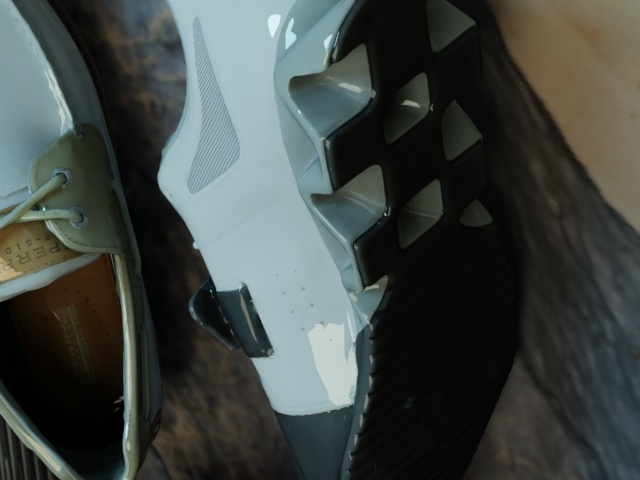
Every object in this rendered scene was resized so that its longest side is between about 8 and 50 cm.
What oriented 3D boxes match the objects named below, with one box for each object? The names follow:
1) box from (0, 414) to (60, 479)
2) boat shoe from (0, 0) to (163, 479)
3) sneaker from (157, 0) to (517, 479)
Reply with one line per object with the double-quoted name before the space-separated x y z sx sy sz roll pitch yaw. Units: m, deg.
"box" -0.199 0.155 0.946 0.094 0.113 0.275 8 145 31
"boat shoe" -0.139 -0.011 0.848 0.113 0.103 0.302 -22 120 -2
"sneaker" 0.000 0.000 0.814 0.146 0.122 0.330 25 135 36
